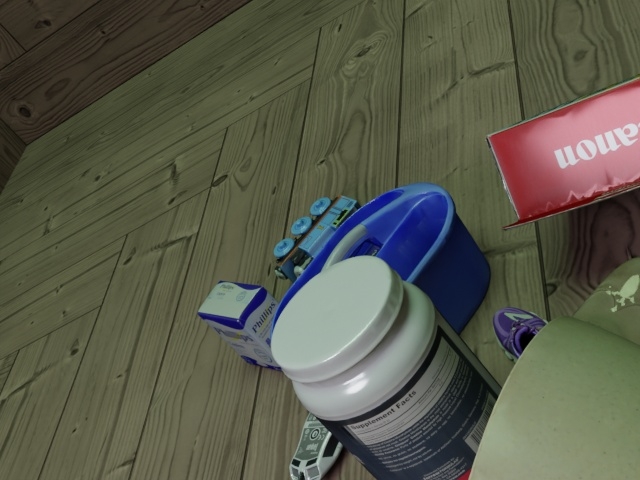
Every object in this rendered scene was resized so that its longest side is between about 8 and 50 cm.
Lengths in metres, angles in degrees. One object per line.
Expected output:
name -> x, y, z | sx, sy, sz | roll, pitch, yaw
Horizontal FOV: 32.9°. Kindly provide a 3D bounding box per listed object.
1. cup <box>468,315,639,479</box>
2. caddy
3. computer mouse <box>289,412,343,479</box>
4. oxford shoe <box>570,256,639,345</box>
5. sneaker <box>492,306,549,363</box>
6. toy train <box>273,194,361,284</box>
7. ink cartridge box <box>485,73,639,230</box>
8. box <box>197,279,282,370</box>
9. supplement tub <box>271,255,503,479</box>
cup -> 0.285, 0.250, 0.922 | 0.237, 0.331, 0.331 | 12, 54, 29
caddy -> 0.078, 0.066, 1.541 | 0.341, 0.179, 0.241 | -52, 29, -20
computer mouse -> -0.004, 0.298, 1.455 | 0.106, 0.042, 0.193 | -14, 43, 48
oxford shoe -> 0.293, 0.143, 1.188 | 0.123, 0.130, 0.348 | 18, 64, 38
sneaker -> 0.260, 0.121, 1.348 | 0.068, 0.071, 0.170 | -40, 27, 1
toy train -> 0.000, 0.000, 1.843 | 0.184, 0.080, 0.105 | -49, 35, -15
ink cartridge box -> 0.387, -0.135, 1.372 | 0.309, 0.130, 0.272 | -20, 2, 33
box -> -0.104, 0.135, 1.708 | 0.126, 0.137, 0.072 | 3, 51, 53
supplement tub -> 0.088, 0.168, 1.276 | 0.191, 0.272, 0.191 | -30, 29, 19
